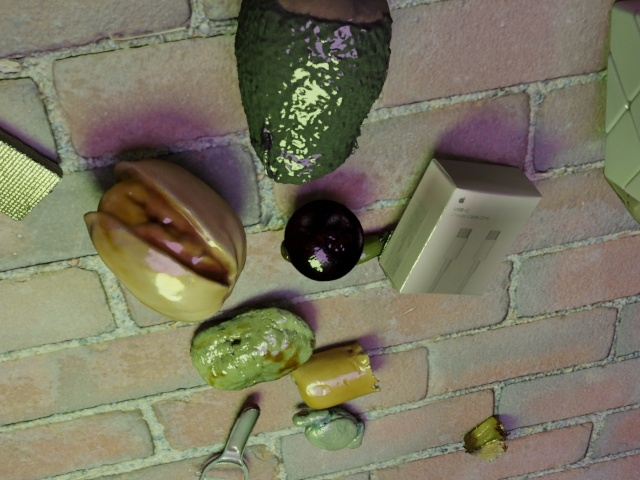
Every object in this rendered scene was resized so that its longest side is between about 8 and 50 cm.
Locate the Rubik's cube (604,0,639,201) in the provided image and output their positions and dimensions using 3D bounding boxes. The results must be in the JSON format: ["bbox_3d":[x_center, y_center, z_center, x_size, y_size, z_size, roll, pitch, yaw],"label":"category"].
[{"bbox_3d":[0.666,-0.216,1.476,0.315,0.319,0.322,-10,115,-7],"label":"Rubik's cube"}]

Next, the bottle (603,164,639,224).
[{"bbox_3d":[0.608,-0.085,1.691,0.097,0.209,0.110,24,120,-32],"label":"bottle"}]

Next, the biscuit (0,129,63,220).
[{"bbox_3d":[-0.520,-0.120,1.457,0.121,0.041,0.199,-38,128,21],"label":"biscuit"}]

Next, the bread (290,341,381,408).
[{"bbox_3d":[0.031,0.290,1.939,0.173,0.085,0.134,-19,132,0],"label":"bread"}]

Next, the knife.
[{"bbox_3d":[-0.190,0.441,2.031,0.123,0.053,0.278,10,126,-17],"label":"knife"}]

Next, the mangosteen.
[{"bbox_3d":[0.000,0.000,1.651,0.152,0.152,0.153,-8,132,-9],"label":"mangosteen"}]

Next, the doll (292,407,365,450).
[{"bbox_3d":[0.027,0.419,2.059,0.103,0.072,0.214,-42,132,22],"label":"doll"}]

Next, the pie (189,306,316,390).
[{"bbox_3d":[-0.125,0.223,1.835,0.247,0.090,0.201,-23,135,10],"label":"pie"}]

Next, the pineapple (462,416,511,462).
[{"bbox_3d":[0.397,0.490,2.229,0.116,0.069,0.137,-7,133,-11],"label":"pineapple"}]

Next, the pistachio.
[{"bbox_3d":[-0.245,0.007,1.538,0.230,0.230,0.309,-36,126,16],"label":"pistachio"}]

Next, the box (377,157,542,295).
[{"bbox_3d":[0.252,-0.020,1.702,0.203,0.106,0.252,4,127,-31],"label":"box"}]

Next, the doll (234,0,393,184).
[{"bbox_3d":[-0.008,-0.251,1.369,0.247,0.247,0.350,-1,127,-15],"label":"doll"}]

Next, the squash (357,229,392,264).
[{"bbox_3d":[0.051,0.026,1.742,0.183,0.052,0.052,-17,133,-6],"label":"squash"}]
